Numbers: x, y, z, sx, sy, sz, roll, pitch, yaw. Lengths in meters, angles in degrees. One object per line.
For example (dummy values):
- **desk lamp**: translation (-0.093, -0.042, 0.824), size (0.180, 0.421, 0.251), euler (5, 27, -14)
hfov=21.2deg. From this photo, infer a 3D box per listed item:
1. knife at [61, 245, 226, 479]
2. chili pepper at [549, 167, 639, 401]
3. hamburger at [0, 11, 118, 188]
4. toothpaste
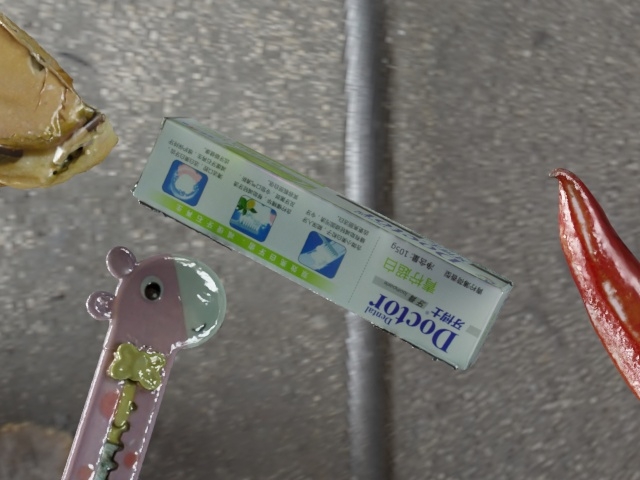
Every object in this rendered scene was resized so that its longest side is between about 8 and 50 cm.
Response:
- **knife**: translation (-0.195, 0.197, 1.590), size (0.132, 0.038, 0.399), euler (20, 78, -12)
- **chili pepper**: translation (0.320, 0.099, 1.595), size (0.092, 0.137, 0.368), euler (-34, 62, -14)
- **hamburger**: translation (-0.287, -0.107, 1.555), size (0.207, 0.135, 0.155), euler (34, 79, 13)
- **toothpaste**: translation (0.000, 0.000, 1.491), size (0.336, 0.067, 0.081), euler (27, 102, 12)
